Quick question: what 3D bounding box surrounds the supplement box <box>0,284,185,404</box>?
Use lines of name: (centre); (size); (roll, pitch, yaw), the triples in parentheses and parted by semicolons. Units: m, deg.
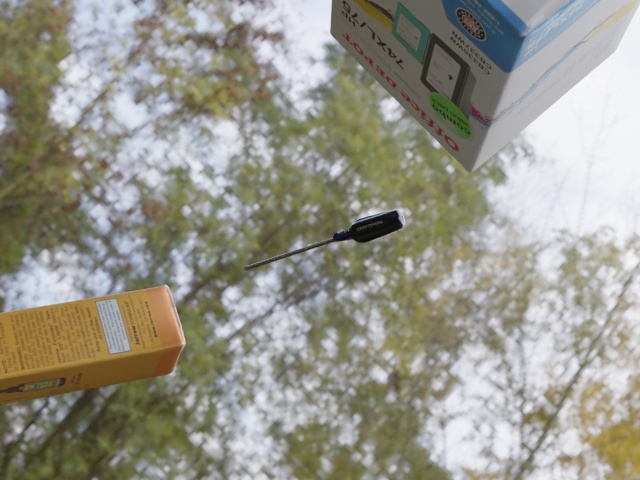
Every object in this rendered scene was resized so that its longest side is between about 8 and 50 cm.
supplement box: (-0.260, 0.108, 1.232); (0.080, 0.233, 0.078); (69, -27, 23)

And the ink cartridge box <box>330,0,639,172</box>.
ink cartridge box: (0.144, -0.227, 1.018); (0.198, 0.197, 0.270); (46, -13, 13)

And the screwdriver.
screwdriver: (0.000, 0.000, 1.168); (0.169, 0.024, 0.025); (-13, -72, 18)
